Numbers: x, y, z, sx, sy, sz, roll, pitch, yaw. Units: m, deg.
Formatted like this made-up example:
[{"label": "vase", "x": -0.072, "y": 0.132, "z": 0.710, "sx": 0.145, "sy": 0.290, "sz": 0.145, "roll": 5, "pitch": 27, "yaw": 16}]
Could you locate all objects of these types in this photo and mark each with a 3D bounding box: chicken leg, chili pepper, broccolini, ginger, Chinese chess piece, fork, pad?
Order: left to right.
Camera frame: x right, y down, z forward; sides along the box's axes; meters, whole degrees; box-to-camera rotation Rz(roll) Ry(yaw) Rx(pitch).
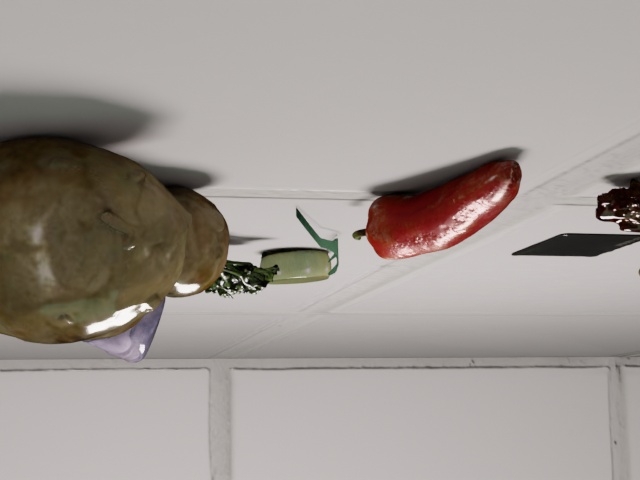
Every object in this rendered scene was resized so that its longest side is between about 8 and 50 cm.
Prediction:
[{"label": "ginger", "x": -0.197, "y": 0.004, "z": 1.098, "sx": 0.245, "sy": 0.155, "sz": 0.304, "roll": -10, "pitch": 177, "yaw": 10}, {"label": "broccolini", "x": -0.174, "y": 0.012, "z": 1.437, "sx": 0.123, "sy": 0.062, "sz": 0.271, "roll": -15, "pitch": 157, "yaw": 38}, {"label": "Chinese chess piece", "x": -0.029, "y": 0.031, "z": 1.591, "sx": 0.084, "sy": 0.034, "sz": 0.084, "roll": -3, "pitch": 172, "yaw": 0}, {"label": "fork", "x": 0.002, "y": 0.000, "z": 1.407, "sx": 0.021, "sy": 0.039, "sz": 0.235, "roll": -7, "pitch": 167, "yaw": 6}, {"label": "chili pepper", "x": 0.101, "y": -0.023, "z": 1.200, "sx": 0.071, "sy": 0.063, "sz": 0.272, "roll": -10, "pitch": 174, "yaw": -32}, {"label": "pad", "x": 0.298, "y": 0.007, "z": 1.577, "sx": 0.112, "sy": 0.003, "sz": 0.157, "roll": 1, "pitch": 171, "yaw": -14}, {"label": "chicken leg", "x": 0.340, "y": -0.029, "z": 1.231, "sx": 0.205, "sy": 0.053, "sz": 0.093, "roll": -1, "pitch": 157, "yaw": -26}]

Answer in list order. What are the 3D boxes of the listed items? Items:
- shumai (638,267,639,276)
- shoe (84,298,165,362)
[{"label": "shumai", "x": 0.387, "y": 0.018, "z": 1.343, "sx": 0.120, "sy": 0.201, "sz": 0.201, "roll": 39, "pitch": -179, "yaw": 15}, {"label": "shoe", "x": -0.265, "y": 0.061, "z": 1.474, "sx": 0.138, "sy": 0.095, "sz": 0.245, "roll": 16, "pitch": 179, "yaw": -34}]
